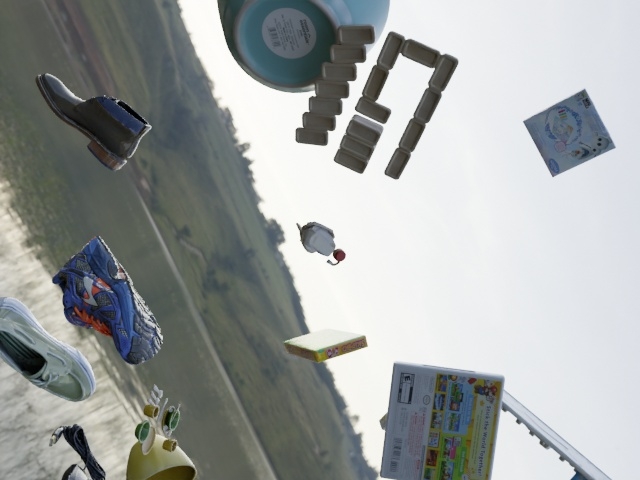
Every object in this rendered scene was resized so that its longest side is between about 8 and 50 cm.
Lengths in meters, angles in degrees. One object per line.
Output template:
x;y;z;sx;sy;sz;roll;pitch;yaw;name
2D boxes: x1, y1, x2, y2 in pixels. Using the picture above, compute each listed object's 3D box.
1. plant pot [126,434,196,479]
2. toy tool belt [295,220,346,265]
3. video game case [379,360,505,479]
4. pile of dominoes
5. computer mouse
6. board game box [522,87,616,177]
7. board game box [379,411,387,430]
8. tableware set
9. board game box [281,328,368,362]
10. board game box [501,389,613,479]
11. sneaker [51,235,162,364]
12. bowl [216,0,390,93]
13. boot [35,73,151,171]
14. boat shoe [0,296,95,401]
-0.320;0.436;1.355;0.095;0.134;0.134;56;-14;35;plant pot
0.000;0.000;1.079;0.083;0.052;0.051;31;10;-35;toy tool belt
0.226;0.349;1.307;0.026;0.207;0.226;-37;134;-83;video game case
0.084;-0.229;1.138;0.040;0.196;0.251;-66;-179;-54;pile of dominoes
-0.518;0.493;1.460;0.262;0.060;0.184;-84;151;-75;computer mouse
0.337;-0.145;0.946;0.090;0.090;0.020;61;27;-5;board game box
0.208;0.348;1.445;0.104;0.154;0.026;25;27;-28;board game box
-0.271;0.318;1.186;0.154;0.024;0.104;81;23;-55;tableware set
0.003;0.241;1.627;0.259;0.124;0.039;178;-101;-70;board game box
0.541;0.485;1.723;0.390;0.050;0.390;40;4;28;board game box
-0.257;0.083;0.834;0.221;0.087;0.083;41;-18;48;sneaker
-0.044;-0.374;1.179;0.163;0.312;0.311;-78;160;-45;bowl
-0.406;-0.239;1.256;0.219;0.106;0.082;48;12;-4;boot
-0.553;0.238;1.366;0.302;0.109;0.094;58;9;-38;boat shoe
